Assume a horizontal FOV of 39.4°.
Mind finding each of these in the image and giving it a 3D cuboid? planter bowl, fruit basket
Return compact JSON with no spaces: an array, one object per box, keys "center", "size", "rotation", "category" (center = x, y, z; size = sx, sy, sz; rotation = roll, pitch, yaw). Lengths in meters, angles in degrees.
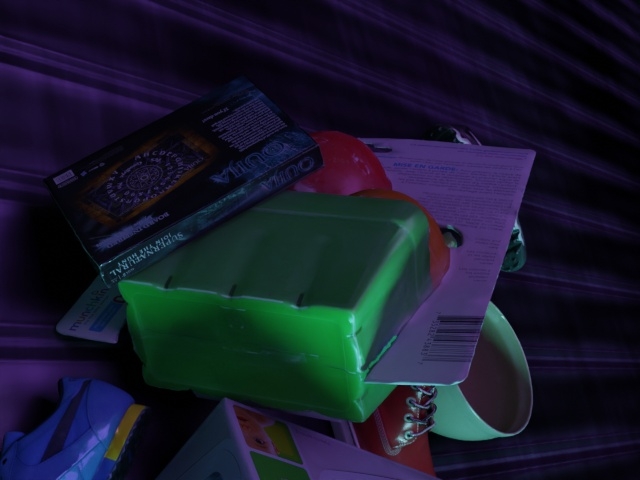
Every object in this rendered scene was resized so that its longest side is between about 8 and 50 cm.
[{"center":[0.142,0.148,0.979],"size":[0.162,0.109,0.162],"rotation":[30,46,-36],"category":"planter bowl"},{"center":[0.000,0.000,0.778],"size":[0.353,0.327,0.165],"rotation":[-55,145,-56],"category":"fruit basket"}]

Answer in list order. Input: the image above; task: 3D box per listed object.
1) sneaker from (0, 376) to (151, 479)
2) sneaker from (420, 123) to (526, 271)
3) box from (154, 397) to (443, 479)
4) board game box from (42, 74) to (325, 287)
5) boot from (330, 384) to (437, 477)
[{"center":[-0.192,0.184,0.596],"size":[0.082,0.069,0.209],"rotation":[22,52,2],"category":"sneaker"},{"center":[0.235,-0.070,1.266],"size":[0.106,0.078,0.234],"rotation":[-28,88,-52],"category":"sneaker"},{"center":[0.021,0.270,0.656],"size":[0.262,0.127,0.231],"rotation":[29,16,-34],"category":"box"},{"center":[-0.107,-0.052,0.687],"size":[0.126,0.186,0.026],"rotation":[47,-18,41],"category":"board game box"},{"center":[0.098,0.158,0.863],"size":[0.088,0.176,0.244],"rotation":[-20,85,-56],"category":"boot"}]
